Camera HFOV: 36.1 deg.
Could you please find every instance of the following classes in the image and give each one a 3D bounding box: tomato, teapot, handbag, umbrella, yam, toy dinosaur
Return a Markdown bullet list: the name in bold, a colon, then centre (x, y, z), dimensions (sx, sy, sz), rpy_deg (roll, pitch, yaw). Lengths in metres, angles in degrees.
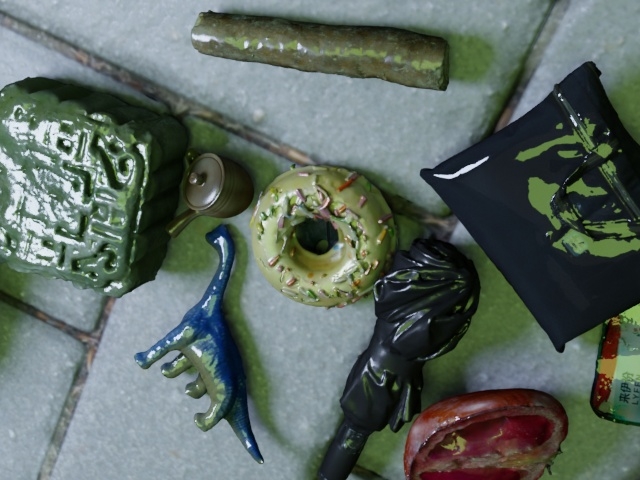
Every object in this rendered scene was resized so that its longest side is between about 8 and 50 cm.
- **tomato**: centre (0.173, 0.212, 1.090), dimensions (0.173, 0.099, 0.189), rpy_deg (6, 128, -16)
- **teapot**: centre (-0.132, -0.050, 1.099), dimensions (0.110, 0.080, 0.085), rpy_deg (-49, 52, 19)
- **handbag**: centre (0.259, -0.028, 1.009), dimensions (0.211, 0.089, 0.254), rpy_deg (-35, 98, 27)
- **umbrella**: centre (0.074, 0.148, 1.104), dimensions (0.118, 0.118, 0.340), rpy_deg (28, 116, 3)
- **yam**: centre (0.001, -0.201, 1.029), dimensions (0.274, 0.061, 0.061), rpy_deg (9, 109, 11)
- **toy dinosaur**: centre (-0.102, 0.129, 1.159), dimensions (0.188, 0.075, 0.248), rpy_deg (-41, 89, 14)

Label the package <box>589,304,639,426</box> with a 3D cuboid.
- **package**: centre (0.416, 0.140, 1.053), dimensions (0.231, 0.040, 0.166), rpy_deg (9, 110, 12)

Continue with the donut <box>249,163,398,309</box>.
- **donut**: centre (0.000, 0.000, 1.090), dimensions (0.174, 0.068, 0.175), rpy_deg (4, 108, 13)

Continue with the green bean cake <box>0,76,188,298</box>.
- **green bean cake**: centre (-0.280, -0.059, 1.112), dimensions (0.227, 0.125, 0.223), rpy_deg (17, 110, 13)
